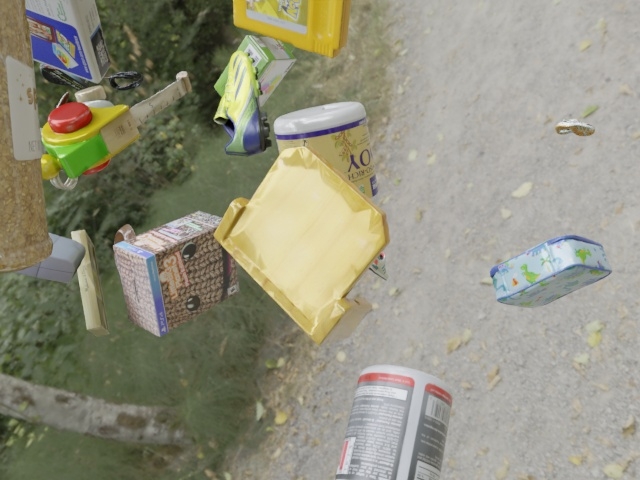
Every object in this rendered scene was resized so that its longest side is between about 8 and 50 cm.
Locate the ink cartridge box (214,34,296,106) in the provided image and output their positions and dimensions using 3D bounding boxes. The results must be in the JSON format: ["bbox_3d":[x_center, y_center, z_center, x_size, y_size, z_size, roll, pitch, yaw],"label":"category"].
[{"bbox_3d":[-0.142,-0.470,1.672,0.189,0.097,0.255,-45,-11,37],"label":"ink cartridge box"}]

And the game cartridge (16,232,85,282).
[{"bbox_3d":[-0.636,0.006,1.208,0.198,0.297,0.062,-152,81,-72],"label":"game cartridge"}]

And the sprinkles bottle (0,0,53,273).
[{"bbox_3d":[-0.296,-0.153,0.487,0.121,0.121,0.355,-155,63,-64],"label":"sprinkles bottle"}]

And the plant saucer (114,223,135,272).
[{"bbox_3d":[-0.566,0.037,1.742,0.168,0.029,0.168,10,102,54],"label":"plant saucer"}]

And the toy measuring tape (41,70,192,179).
[{"bbox_3d":[-0.371,-0.211,1.046,0.121,0.121,0.330,-15,28,51],"label":"toy measuring tape"}]

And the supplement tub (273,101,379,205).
[{"bbox_3d":[0.024,-0.180,1.584,0.241,0.331,0.241,-11,18,4],"label":"supplement tub"}]

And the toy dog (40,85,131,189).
[{"bbox_3d":[-0.642,-0.313,1.641,0.161,0.220,0.333,-7,46,25],"label":"toy dog"}]

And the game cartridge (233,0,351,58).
[{"bbox_3d":[-0.072,-0.607,1.416,0.324,0.285,0.053,26,44,25],"label":"game cartridge"}]

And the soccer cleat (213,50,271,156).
[{"bbox_3d":[-0.189,-0.317,1.366,0.121,0.093,0.289,-11,64,-3],"label":"soccer cleat"}]

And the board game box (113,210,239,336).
[{"bbox_3d":[-0.383,0.081,1.643,0.141,0.231,0.291,16,31,36],"label":"board game box"}]

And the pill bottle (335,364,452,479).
[{"bbox_3d":[0.146,0.463,1.254,0.210,0.210,0.362,-18,47,49],"label":"pill bottle"}]

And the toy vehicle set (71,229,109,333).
[{"bbox_3d":[-0.622,0.120,1.628,0.166,0.035,0.266,125,132,-70],"label":"toy vehicle set"}]

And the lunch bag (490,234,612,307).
[{"bbox_3d":[0.491,0.071,1.289,0.219,0.176,0.090,-38,51,45],"label":"lunch bag"}]

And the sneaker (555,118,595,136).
[{"bbox_3d":[0.535,-0.240,1.255,0.083,0.031,0.037,19,55,45],"label":"sneaker"}]

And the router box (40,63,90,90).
[{"bbox_3d":[-0.514,-0.388,1.243,0.038,0.092,0.122,-1,73,31],"label":"router box"}]

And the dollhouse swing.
[{"bbox_3d":[0.000,0.000,1.349,0.305,0.347,0.315,-50,-17,9],"label":"dollhouse swing"}]

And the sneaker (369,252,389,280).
[{"bbox_3d":[0.209,0.083,2.070,0.057,0.161,0.075,33,89,36],"label":"sneaker"}]

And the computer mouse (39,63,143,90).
[{"bbox_3d":[-0.532,-0.392,1.403,0.071,0.242,0.041,99,177,-57],"label":"computer mouse"}]

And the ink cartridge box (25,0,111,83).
[{"bbox_3d":[-0.527,-0.424,0.999,0.303,0.307,0.072,110,-179,-66],"label":"ink cartridge box"}]
